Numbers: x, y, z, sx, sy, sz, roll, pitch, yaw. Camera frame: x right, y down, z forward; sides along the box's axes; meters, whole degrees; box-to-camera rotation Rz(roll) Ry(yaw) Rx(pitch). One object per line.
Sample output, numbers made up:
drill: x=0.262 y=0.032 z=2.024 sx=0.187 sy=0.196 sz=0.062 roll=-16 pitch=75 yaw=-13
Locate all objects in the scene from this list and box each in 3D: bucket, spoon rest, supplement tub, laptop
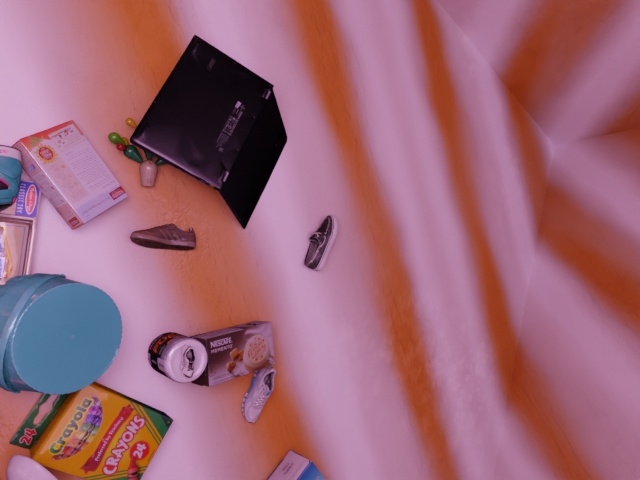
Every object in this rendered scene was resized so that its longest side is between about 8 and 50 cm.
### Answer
bucket: x=-0.611 y=0.210 z=0.993 sx=0.281 sy=0.183 sz=0.281 roll=4 pitch=85 yaw=-58
spoon rest: x=-0.632 y=0.607 z=1.032 sx=0.276 sy=0.137 sz=0.084 roll=64 pitch=29 yaw=-13
supplement tub: x=-0.397 y=0.314 z=1.195 sx=0.117 sy=0.190 sz=0.116 roll=3 pitch=85 yaw=-39
laptop: x=-0.302 y=-0.310 z=1.342 sx=0.408 sy=0.236 sz=0.381 roll=29 pitch=69 yaw=-19

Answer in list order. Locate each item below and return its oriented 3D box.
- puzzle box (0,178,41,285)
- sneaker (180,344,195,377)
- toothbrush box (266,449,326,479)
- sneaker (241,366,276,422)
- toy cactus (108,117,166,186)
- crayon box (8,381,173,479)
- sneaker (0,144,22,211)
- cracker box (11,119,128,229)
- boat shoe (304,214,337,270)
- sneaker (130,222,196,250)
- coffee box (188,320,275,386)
puzzle box: x=-0.807 y=0.044 z=0.983 sx=0.272 sy=0.052 sz=0.408 roll=8 pitch=82 yaw=-38
sneaker: x=-0.332 y=0.307 z=1.101 sx=0.032 sy=0.037 sz=0.083 roll=-7 pitch=93 yaw=-40
toothbrush box: x=-0.061 y=0.895 z=1.459 sx=0.216 sy=0.126 sz=0.295 roll=-44 pitch=112 yaw=-32
sneaker: x=-0.192 y=0.493 z=1.412 sx=0.071 sy=0.083 sz=0.190 roll=25 pitch=74 yaw=-36
toy cactus: x=-0.476 y=-0.243 z=1.237 sx=0.219 sy=0.112 sz=0.180 roll=0 pitch=97 yaw=-46
crayon box: x=-0.571 y=0.489 z=1.120 sx=0.318 sy=0.081 sz=0.202 roll=39 pitch=65 yaw=-29
sneaker: x=-0.786 y=-0.103 z=0.906 sx=0.296 sy=0.124 sz=0.178 roll=-8 pitch=84 yaw=-36
cracker box: x=-0.623 y=-0.165 z=1.099 sx=0.232 sy=0.067 sz=0.155 roll=59 pitch=34 yaw=-18
boat shoe: x=0.000 y=0.000 z=1.593 sx=0.070 sy=0.078 sz=0.219 roll=27 pitch=73 yaw=-35
sneaker: x=-0.452 y=-0.016 z=1.265 sx=0.188 sy=0.066 sz=0.071 roll=12 pitch=63 yaw=-42
coffee box: x=-0.265 y=0.336 z=1.332 sx=0.247 sy=0.098 sz=0.141 roll=-3 pitch=88 yaw=-47
